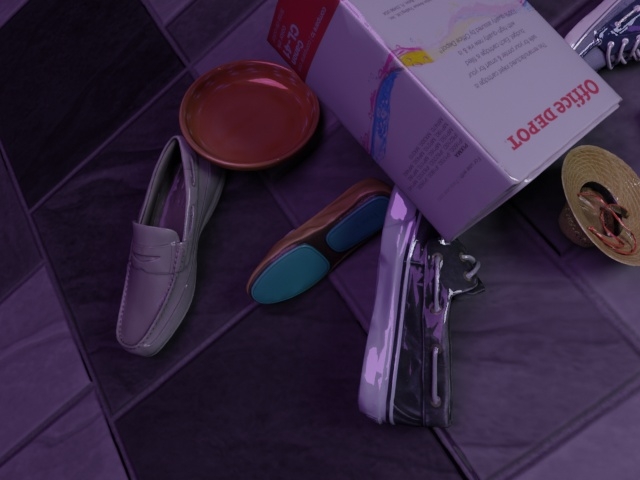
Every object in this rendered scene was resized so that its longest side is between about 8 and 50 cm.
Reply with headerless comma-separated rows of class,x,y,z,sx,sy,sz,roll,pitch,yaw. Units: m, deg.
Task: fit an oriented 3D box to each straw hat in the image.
straw hat,0.296,-0.028,0.667,0.061,0.145,0.144,-47,49,55

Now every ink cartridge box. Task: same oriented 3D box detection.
ink cartridge box,0.128,-0.184,0.652,0.226,0.131,0.306,-34,81,-33

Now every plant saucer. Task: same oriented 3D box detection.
plant saucer,-0.101,-0.177,0.878,0.200,0.037,0.199,0,61,0

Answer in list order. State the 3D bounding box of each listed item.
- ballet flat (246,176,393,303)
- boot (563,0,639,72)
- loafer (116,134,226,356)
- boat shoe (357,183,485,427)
ballet flat,0.000,0.000,0.803,0.232,0.080,0.073,-34,35,8
boot,0.349,-0.230,0.707,0.190,0.069,0.086,-48,58,1
loafer,-0.229,0.004,0.871,0.112,0.111,0.319,7,76,27
boat shoe,0.130,0.048,0.705,0.119,0.121,0.334,7,86,16
